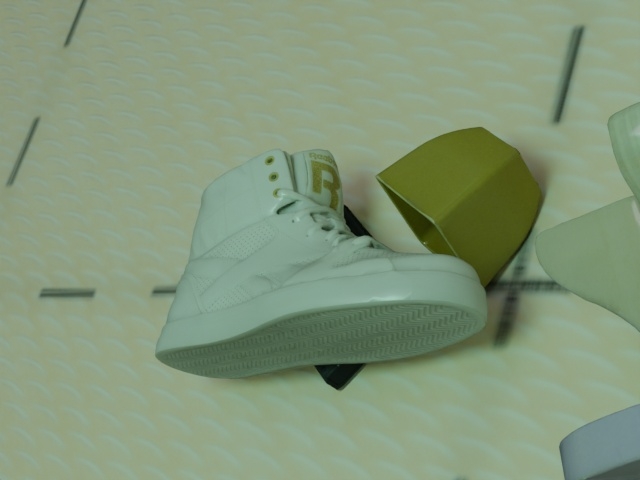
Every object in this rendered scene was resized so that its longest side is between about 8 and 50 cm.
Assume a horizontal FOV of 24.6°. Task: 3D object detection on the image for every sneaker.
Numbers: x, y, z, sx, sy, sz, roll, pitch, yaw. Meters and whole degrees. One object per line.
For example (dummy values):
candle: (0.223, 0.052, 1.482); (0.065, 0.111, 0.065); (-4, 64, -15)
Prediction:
sneaker: (0.000, 0.000, 1.056); (0.292, 0.108, 0.169); (-10, 60, 42)

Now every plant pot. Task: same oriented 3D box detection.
plant pot: (0.106, -0.031, 1.036); (0.083, 0.081, 0.081); (-41, 40, -5)

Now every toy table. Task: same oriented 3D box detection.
toy table: (0.240, 0.029, 0.761); (0.274, 0.252, 0.161); (-18, 68, 25)

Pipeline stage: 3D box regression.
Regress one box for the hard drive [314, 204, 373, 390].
hard drive: (0.012, 0.038, 1.120); (0.094, 0.022, 0.135); (-48, 41, 9)
